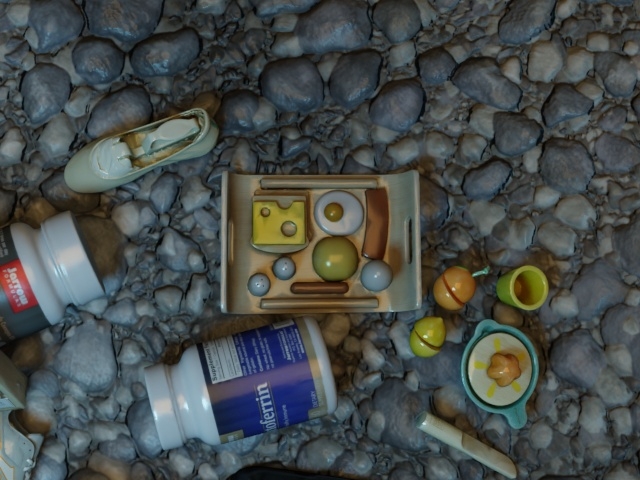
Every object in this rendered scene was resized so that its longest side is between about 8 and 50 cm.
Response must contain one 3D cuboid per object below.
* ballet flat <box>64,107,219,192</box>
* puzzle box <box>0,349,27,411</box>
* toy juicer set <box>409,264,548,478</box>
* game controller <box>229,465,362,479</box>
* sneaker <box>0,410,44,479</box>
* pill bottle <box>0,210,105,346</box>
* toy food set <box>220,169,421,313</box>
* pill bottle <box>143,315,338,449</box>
[{"bbox_3d":[-0.275,-0.142,1.747,0.248,0.086,0.086,-22,86,-8],"label":"ballet flat"},{"bbox_3d":[-0.635,0.181,1.535,0.408,0.272,0.052,-9,58,6],"label":"puzzle box"},{"bbox_3d":[0.236,0.191,1.734,0.209,0.089,0.329,9,84,-21],"label":"toy juicer set"},{"bbox_3d":[0.009,0.438,1.723,0.319,0.067,0.167,10,68,-5],"label":"game controller"},{"bbox_3d":[-0.451,0.335,1.659,0.121,0.099,0.262,-16,83,-12],"label":"sneaker"},{"bbox_3d":[-0.469,0.071,1.659,0.283,0.161,0.161,-23,86,-8],"label":"pill bottle"},{"bbox_3d":[0.000,0.000,1.752,0.306,0.092,0.220,0,83,-6],"label":"toy food set"},{"bbox_3d":[-0.118,0.213,1.683,0.264,0.153,0.153,-14,85,-7],"label":"pill bottle"}]
